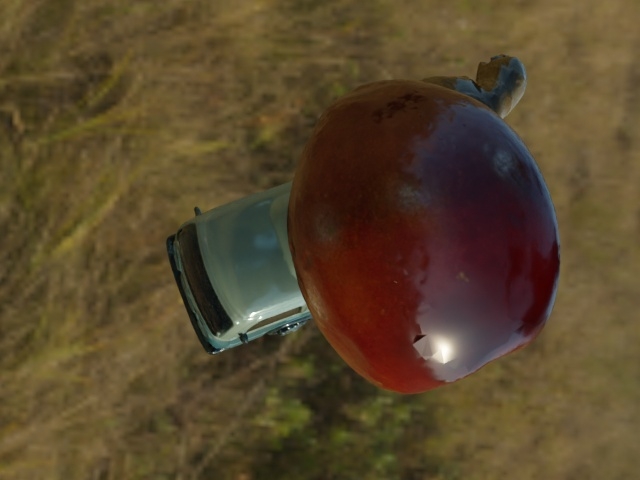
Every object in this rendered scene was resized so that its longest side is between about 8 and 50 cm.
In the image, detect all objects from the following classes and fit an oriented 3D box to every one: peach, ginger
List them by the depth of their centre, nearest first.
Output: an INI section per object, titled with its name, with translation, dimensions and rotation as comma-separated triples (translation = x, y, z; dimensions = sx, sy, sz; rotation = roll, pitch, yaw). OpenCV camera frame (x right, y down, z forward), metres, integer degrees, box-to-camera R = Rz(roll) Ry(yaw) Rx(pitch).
[peach]
translation = 0.076, -0.009, 1.175
dimensions = 0.243, 0.199, 0.243
rotation = -15, 90, -87
[ginger]
translation = 0.177, -0.121, 1.995
dimensions = 0.081, 0.148, 0.333
rotation = -30, -141, 56

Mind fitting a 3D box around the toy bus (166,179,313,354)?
[toy bus]
translation = 0.000, 0.000, 1.425
dimensions = 0.165, 0.271, 0.133
rotation = 118, -49, -80
